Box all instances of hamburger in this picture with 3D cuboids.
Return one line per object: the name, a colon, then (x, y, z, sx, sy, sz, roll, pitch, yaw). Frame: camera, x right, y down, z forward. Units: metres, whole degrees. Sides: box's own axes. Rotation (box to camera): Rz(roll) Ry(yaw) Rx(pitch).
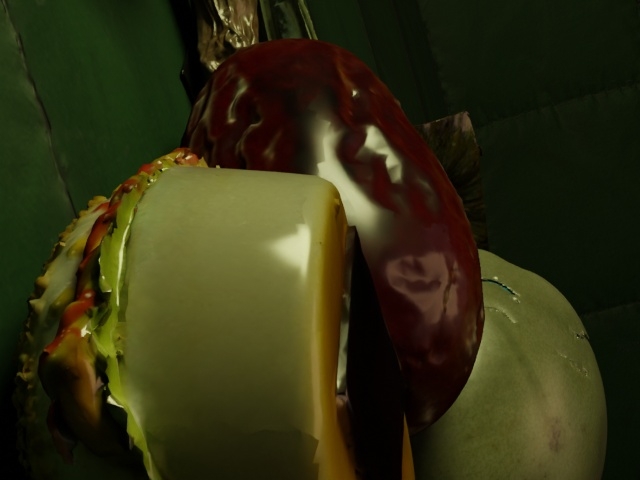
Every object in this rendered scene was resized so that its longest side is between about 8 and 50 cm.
hamburger: (-0.054, 0.094, 0.733, 0.276, 0.179, 0.294, -84, 159, -52)

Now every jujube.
jujube: (0.000, 0.000, 0.995, 0.223, 0.223, 0.318, 56, 15, -56)

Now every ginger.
ginger: (-0.098, -0.266, 1.154, 0.084, 0.122, 0.290, -15, 96, -39)

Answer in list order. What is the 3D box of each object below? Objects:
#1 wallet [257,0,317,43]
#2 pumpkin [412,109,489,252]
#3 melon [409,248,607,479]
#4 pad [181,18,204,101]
wallet: (-0.021, -0.147, 1.303, 0.223, 0.077, 0.309, -119, -173, -68)
pumpkin: (0.097, -0.056, 1.532, 0.190, 0.139, 0.280, -120, -164, -51)
melon: (0.111, 0.158, 1.162, 0.268, 0.268, 0.330, 62, 32, -47)
pad: (-0.066, -0.079, 1.289, 0.202, 0.005, 0.299, -88, 159, -56)
